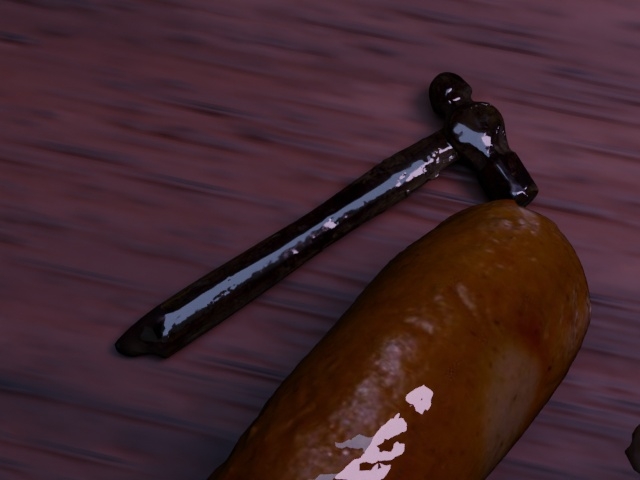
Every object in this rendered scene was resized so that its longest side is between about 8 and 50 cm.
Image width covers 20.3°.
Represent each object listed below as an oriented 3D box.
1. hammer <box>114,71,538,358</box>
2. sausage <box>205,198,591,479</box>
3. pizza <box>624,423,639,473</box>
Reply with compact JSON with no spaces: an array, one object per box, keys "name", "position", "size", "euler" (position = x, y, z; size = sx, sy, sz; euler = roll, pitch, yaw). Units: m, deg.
[{"name":"hammer","position":[0.000,0.000,0.698],"size":[0.178,0.021,0.065],"euler":[-32,72,-11]},{"name":"sausage","position":[-0.005,0.099,0.613],"size":[0.076,0.103,0.302],"euler":[39,73,7]},{"name":"pizza","position":[0.108,0.130,0.554],"size":[0.365,0.074,0.182],"euler":[-34,31,19]}]
